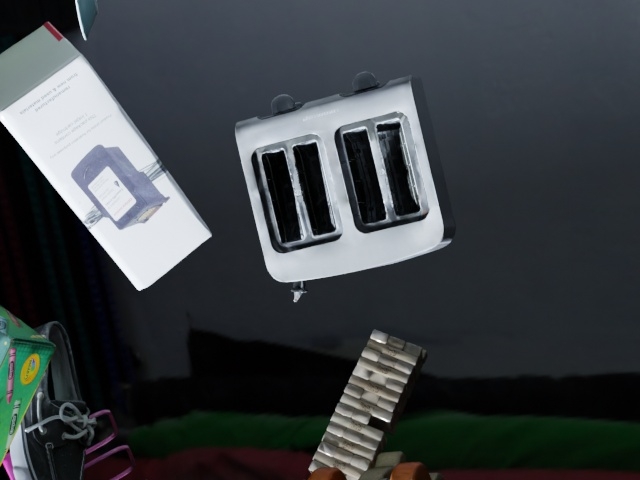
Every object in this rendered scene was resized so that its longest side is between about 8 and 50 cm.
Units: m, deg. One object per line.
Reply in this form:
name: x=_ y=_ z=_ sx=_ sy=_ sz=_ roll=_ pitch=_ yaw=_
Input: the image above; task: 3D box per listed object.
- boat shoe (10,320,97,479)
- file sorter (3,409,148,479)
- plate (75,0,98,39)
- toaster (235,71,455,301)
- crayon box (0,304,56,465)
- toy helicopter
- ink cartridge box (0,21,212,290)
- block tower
boat shoe: x=-0.388 y=0.270 z=1.466 sx=0.105 sy=0.306 sz=0.113 roll=-25 pitch=153 yaw=18
file sorter: x=-0.354 y=0.451 z=1.605 sx=0.182 sy=0.291 sz=0.202 roll=-28 pitch=161 yaw=-15
plate: x=-0.301 y=-0.348 z=1.243 sx=0.024 sy=0.188 sz=0.188 roll=-9 pitch=-168 yaw=-9
toaster: x=0.024 y=-0.047 z=0.886 sx=0.168 sy=0.186 sz=0.110 roll=-13 pitch=180 yaw=13
crayon box: x=-0.474 y=0.217 z=1.278 sx=0.165 sy=0.278 sz=0.081 roll=27 pitch=-176 yaw=32
toy helicopter: x=0.113 y=0.389 z=1.290 sx=0.140 sy=0.235 sz=0.355 roll=-9 pitch=175 yaw=21
ink cartridge box: x=-0.233 y=-0.087 z=1.017 sx=0.100 sy=0.237 sz=0.172 roll=-37 pitch=-147 yaw=-7
block tower: x=0.067 y=0.305 z=1.599 sx=0.091 sy=0.335 sz=0.097 roll=20 pitch=158 yaw=16
